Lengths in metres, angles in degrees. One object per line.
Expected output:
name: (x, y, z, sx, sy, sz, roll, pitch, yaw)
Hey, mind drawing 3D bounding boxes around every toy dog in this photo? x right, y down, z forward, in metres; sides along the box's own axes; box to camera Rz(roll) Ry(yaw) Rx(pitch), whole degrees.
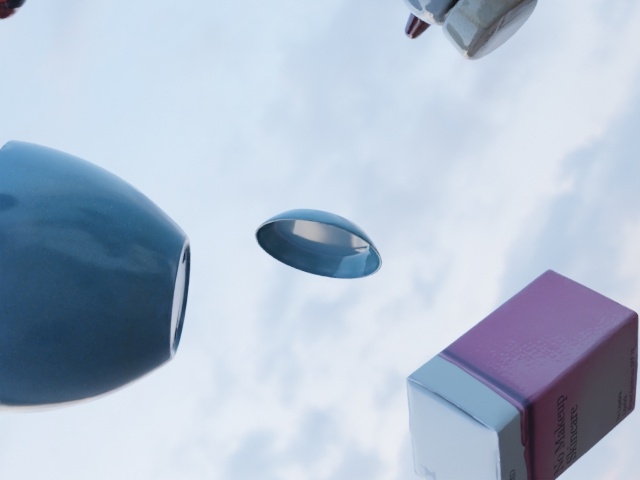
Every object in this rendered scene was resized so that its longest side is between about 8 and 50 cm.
toy dog: (0.179, -0.272, 1.243, 0.334, 0.220, 0.161, -16, -14, -15)

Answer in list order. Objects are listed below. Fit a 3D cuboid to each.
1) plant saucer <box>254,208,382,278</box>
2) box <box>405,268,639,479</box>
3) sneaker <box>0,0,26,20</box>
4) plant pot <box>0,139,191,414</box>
plant saucer: (0.000, 0.000, 1.273, 0.119, 0.119, 0.021, 70, -149, -62)
box: (0.216, 0.162, 1.468, 0.232, 0.127, 0.148, -34, -45, -30)
sneaker: (-0.397, -0.204, 1.234, 0.276, 0.097, 0.135, -4, -59, -28)
plant pot: (-0.243, 0.048, 1.469, 0.290, 0.195, 0.290, 6, -90, -89)
